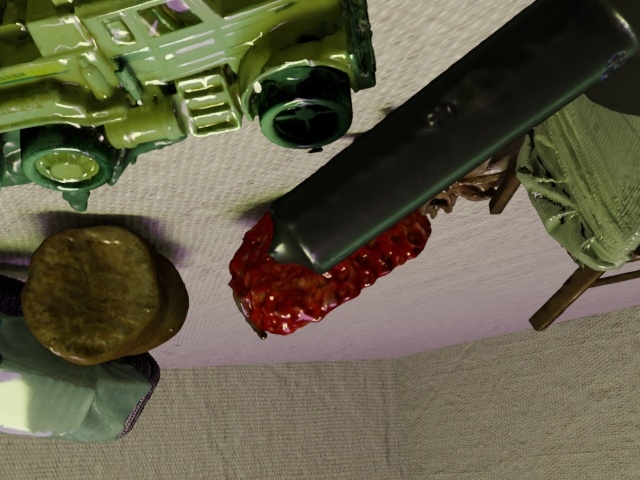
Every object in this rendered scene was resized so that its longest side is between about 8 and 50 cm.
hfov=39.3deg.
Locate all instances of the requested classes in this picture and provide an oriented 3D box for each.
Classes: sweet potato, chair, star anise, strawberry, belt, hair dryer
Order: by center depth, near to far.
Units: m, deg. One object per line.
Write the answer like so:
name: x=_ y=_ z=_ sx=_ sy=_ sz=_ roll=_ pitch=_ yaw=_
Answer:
hair dryer: x=0.095 y=-0.090 z=0.379 sx=0.302 sy=0.116 sz=0.244 roll=-39 pitch=165 yaw=-3
chair: x=0.244 y=-0.060 z=0.670 sx=0.186 sy=0.160 sz=0.319 roll=-13 pitch=156 yaw=-9
star anise: x=0.119 y=-0.076 z=0.812 sx=0.171 sy=0.063 sz=0.208 roll=-22 pitch=157 yaw=38
strawberry: x=0.000 y=0.000 z=0.995 sx=0.236 sy=0.111 sz=0.190 roll=-29 pitch=-164 yaw=0
sweet potato: x=-0.243 y=0.071 z=1.073 sx=0.157 sy=0.158 sz=0.370 roll=-7 pitch=172 yaw=1
belt: x=-0.358 y=0.146 z=1.114 sx=0.324 sy=0.122 sz=0.260 roll=27 pitch=-172 yaw=-32

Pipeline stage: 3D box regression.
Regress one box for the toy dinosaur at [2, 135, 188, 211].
toy dinosaur: x=-0.210 y=-0.063 z=0.604 sx=0.292 sy=0.079 sz=0.120 roll=-16 pitch=170 yaw=-43

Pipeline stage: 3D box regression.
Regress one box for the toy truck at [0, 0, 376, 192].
toy truck: x=-0.107 y=-0.105 z=0.429 sx=0.259 sy=0.128 sz=0.135 roll=-7 pitch=154 yaw=5
